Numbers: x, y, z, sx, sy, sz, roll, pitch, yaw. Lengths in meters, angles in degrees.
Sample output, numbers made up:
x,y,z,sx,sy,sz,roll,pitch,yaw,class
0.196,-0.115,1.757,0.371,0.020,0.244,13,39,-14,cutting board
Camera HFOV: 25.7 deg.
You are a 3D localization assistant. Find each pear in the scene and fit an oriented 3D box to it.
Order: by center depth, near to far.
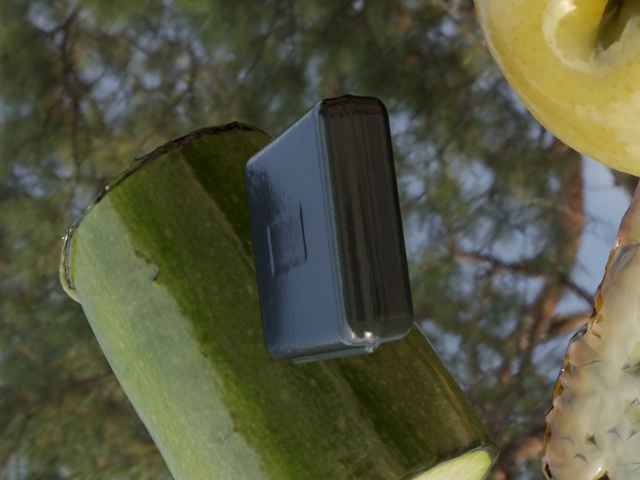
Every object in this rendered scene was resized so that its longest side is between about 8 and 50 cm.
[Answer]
x,y,z,sx,sy,sz,roll,pitch,yaw,class
0.266,-0.191,0.977,0.309,0.309,0.309,22,-135,-24,pear

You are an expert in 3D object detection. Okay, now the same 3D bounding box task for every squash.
x,y,z,sx,sy,sz,roll,pitch,yaw,class
-0.046,0.113,1.289,0.263,0.263,0.384,-10,-124,-43,squash

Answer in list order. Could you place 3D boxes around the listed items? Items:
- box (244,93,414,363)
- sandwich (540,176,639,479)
x,y,z,sx,sy,sz,roll,pitch,yaw,class
0.000,0.000,0.942,0.050,0.230,0.160,-5,-95,-15,box
0.246,0.040,0.448,0.131,0.262,0.325,-2,-155,-42,sandwich
